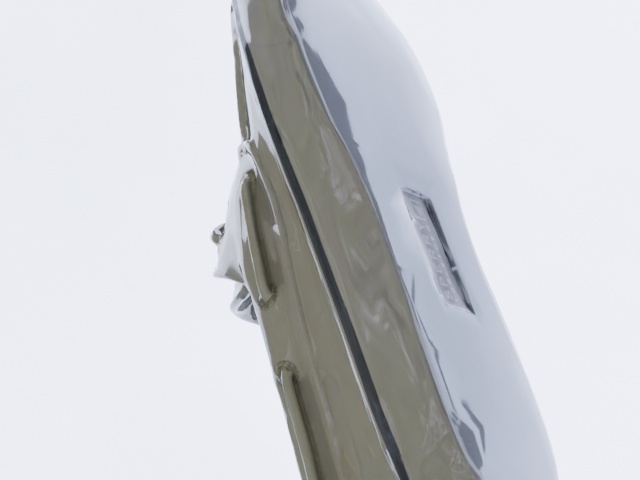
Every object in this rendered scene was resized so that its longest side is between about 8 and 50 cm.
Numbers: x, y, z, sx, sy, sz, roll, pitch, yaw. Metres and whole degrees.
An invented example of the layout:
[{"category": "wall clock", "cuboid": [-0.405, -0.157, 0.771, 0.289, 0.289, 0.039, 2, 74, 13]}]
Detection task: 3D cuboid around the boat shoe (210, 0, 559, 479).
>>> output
[{"category": "boat shoe", "cuboid": [0.000, 0.000, 0.702, 0.084, 0.095, 0.258, -34, -127, 26]}]
